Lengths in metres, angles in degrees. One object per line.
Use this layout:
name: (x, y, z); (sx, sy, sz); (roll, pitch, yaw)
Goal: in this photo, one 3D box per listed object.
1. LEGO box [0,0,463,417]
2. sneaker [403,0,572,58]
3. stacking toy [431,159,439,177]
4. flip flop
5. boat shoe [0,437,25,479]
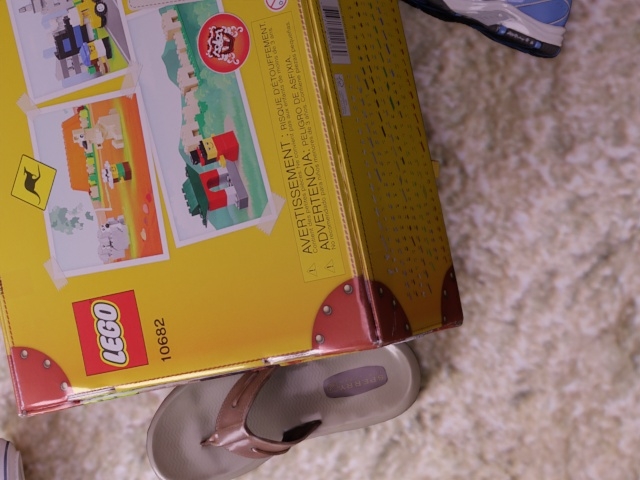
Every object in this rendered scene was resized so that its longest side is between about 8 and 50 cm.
LEGO box: (-0.120, -0.124, 1.619); (0.372, 0.193, 0.500); (-12, 89, 27)
sneaker: (0.134, -0.242, 1.680); (0.211, 0.080, 0.081); (23, 90, -1)
stacking toy: (0.000, 0.000, 1.725); (0.221, 0.052, 0.167); (4, 95, 14)
flip flop: (-0.040, 0.160, 1.722); (0.277, 0.080, 0.112); (-16, 90, 11)
boat shoe: (-0.282, 0.300, 1.783); (0.075, 0.083, 0.226); (-6, 103, -1)
